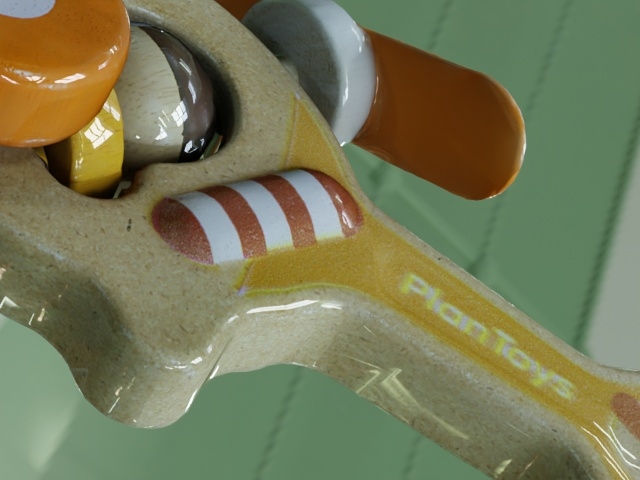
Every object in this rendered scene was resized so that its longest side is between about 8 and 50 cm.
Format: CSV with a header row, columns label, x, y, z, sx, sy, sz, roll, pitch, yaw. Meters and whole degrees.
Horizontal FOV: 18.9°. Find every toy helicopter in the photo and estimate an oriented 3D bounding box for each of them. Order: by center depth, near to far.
label,x,y,z,sx,sy,sz,roll,pitch,yaw
toy helicopter,0.000,0.000,0.666,0.140,0.355,0.235,-56,180,36
